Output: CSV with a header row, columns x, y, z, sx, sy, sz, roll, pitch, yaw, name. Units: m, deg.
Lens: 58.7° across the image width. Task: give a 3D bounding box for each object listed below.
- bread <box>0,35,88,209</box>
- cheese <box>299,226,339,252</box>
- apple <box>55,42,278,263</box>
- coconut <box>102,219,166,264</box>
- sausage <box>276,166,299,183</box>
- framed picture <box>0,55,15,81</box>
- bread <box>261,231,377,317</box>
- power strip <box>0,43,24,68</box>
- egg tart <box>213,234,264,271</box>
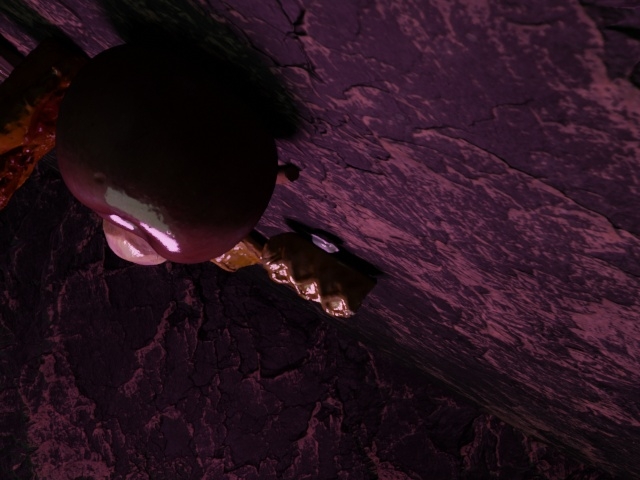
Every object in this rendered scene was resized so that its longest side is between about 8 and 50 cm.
x,y,z,sx,sy,sz,roll,pitch,yaw,name
-0.531,-0.166,0.972,0.109,0.380,0.185,38,168,-8,bread
0.000,0.000,1.266,0.067,0.026,0.121,37,174,-36,cheese
-0.212,-0.113,0.787,0.306,0.234,0.305,29,167,7,apple
-0.537,-0.034,1.732,0.198,0.236,0.237,-21,148,14,coconut
-0.069,-0.110,0.975,0.026,0.026,0.116,35,168,-23,sausage
-0.693,-0.363,1.262,0.189,0.023,0.260,29,170,16,framed picture
-0.011,0.073,1.326,0.268,0.129,0.152,31,-159,-4,bread
-0.686,-0.402,1.211,0.169,0.028,0.076,36,167,-20,power strip
-0.314,0.002,1.774,0.342,0.132,0.341,30,170,6,egg tart
